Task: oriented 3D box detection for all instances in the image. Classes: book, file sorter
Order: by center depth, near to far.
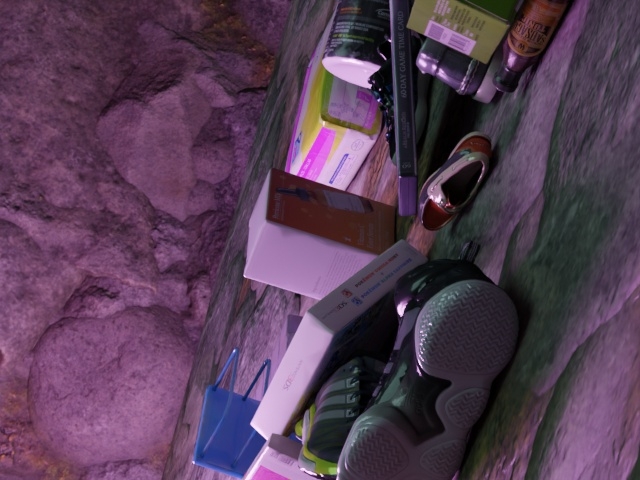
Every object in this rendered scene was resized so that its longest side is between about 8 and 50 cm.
[{"bbox_3d":[-0.034,0.273,1.817,0.144,0.096,0.035,122,171,-55],"label":"book"},{"bbox_3d":[-0.047,0.216,1.895,0.118,0.170,0.104,-83,17,-47],"label":"file sorter"}]

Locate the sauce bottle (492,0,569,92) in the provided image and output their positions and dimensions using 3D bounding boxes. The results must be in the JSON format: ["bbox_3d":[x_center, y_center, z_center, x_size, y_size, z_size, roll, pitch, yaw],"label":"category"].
[{"bbox_3d":[0.207,-0.202,1.583,0.042,0.042,0.128,-85,13,-52],"label":"sauce bottle"}]

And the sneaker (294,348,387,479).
[{"bbox_3d":[0.040,0.184,1.647,0.300,0.111,0.121,-134,66,-77],"label":"sneaker"}]

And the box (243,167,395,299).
[{"bbox_3d":[0.000,0.000,2.007,0.130,0.170,0.091,-88,18,-56],"label":"box"}]

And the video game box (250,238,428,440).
[{"bbox_3d":[0.020,0.115,1.794,0.187,0.048,0.205,-38,-19,-46],"label":"video game box"}]

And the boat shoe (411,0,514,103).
[{"bbox_3d":[0.155,-0.264,1.810,0.319,0.099,0.116,-85,14,-57],"label":"boat shoe"}]

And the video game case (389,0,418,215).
[{"bbox_3d":[0.095,-0.183,1.857,0.196,0.026,0.274,76,-167,-78],"label":"video game case"}]

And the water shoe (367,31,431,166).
[{"bbox_3d":[0.094,-0.181,2.070,0.073,0.080,0.203,119,165,-52],"label":"water shoe"}]

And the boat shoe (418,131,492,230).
[{"bbox_3d":[0.140,-0.054,1.682,0.043,0.049,0.137,-85,20,-46],"label":"boat shoe"}]

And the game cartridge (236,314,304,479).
[{"bbox_3d":[-0.059,0.283,2.189,0.355,0.068,0.230,-88,22,-59],"label":"game cartridge"}]

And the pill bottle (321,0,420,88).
[{"bbox_3d":[0.095,-0.339,2.209,0.130,0.130,0.245,157,130,-78],"label":"pill bottle"}]

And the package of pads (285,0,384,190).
[{"bbox_3d":[0.034,-0.227,2.446,0.229,0.101,0.296,120,164,-55],"label":"package of pads"}]

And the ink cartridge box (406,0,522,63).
[{"bbox_3d":[0.187,-0.323,1.588,0.189,0.097,0.255,104,-169,-85],"label":"ink cartridge box"}]

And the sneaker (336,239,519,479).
[{"bbox_3d":[0.093,0.127,1.470,0.153,0.101,0.268,-91,26,-64],"label":"sneaker"}]
